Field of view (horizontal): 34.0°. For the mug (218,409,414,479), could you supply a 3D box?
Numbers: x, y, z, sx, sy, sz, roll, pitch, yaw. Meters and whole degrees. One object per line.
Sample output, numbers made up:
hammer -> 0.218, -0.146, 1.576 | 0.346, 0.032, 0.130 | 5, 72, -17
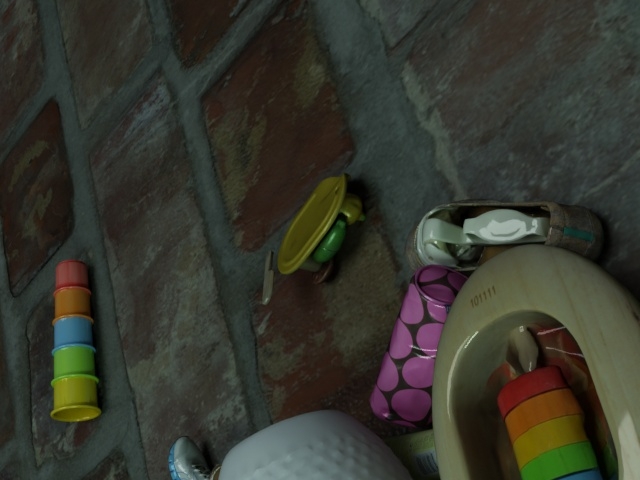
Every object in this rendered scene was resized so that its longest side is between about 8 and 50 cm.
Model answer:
mug -> -0.025, 0.408, 1.256 | 0.374, 0.276, 0.328 | -32, 63, 19

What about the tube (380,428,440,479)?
tube -> 0.103, 0.288, 1.363 | 0.240, 0.062, 0.070 | -29, 19, 47

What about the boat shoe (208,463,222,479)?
boat shoe -> -0.135, 0.490, 1.519 | 0.122, 0.120, 0.324 | -7, 78, 30

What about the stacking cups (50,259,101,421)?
stacking cups -> -0.476, 0.189, 2.046 | 0.096, 0.096, 0.316 | -30, 56, 42

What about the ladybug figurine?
ladybug figurine -> 0.269, 0.218, 1.086 | 0.305, 0.162, 0.449 | -36, 52, 39

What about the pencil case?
pencil case -> 0.133, 0.138, 1.305 | 0.095, 0.098, 0.209 | -74, 1, -57

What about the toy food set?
toy food set -> 0.000, 0.000, 1.550 | 0.218, 0.071, 0.128 | -52, 23, 25

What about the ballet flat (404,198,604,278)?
ballet flat -> 0.193, -0.009, 1.285 | 0.316, 0.106, 0.107 | -8, 75, 49

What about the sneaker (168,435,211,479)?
sneaker -> -0.180, 0.394, 1.664 | 0.083, 0.071, 0.190 | -37, 63, 30
